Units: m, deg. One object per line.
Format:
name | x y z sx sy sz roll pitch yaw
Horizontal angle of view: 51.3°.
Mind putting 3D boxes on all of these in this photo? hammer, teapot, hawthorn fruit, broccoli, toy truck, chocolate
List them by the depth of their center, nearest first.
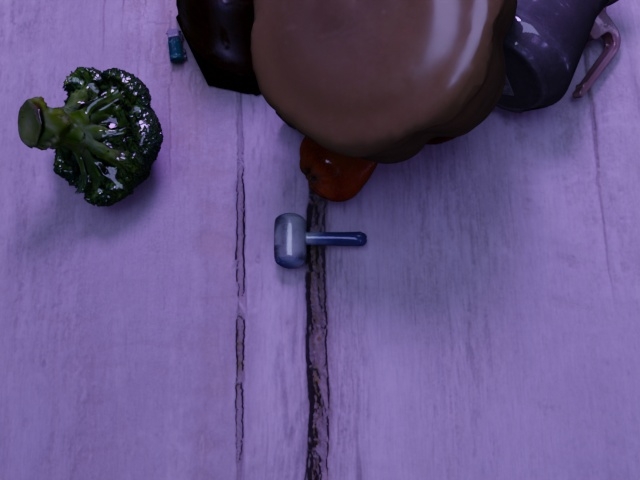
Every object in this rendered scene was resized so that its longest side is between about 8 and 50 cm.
teapot | 0.475 -0.437 1.367 0.300 0.253 0.344 45 78 -20
broccoli | -0.482 -0.215 1.383 0.297 0.297 0.298 5 98 35
hammer | 0.000 0.000 1.386 0.193 0.069 0.116 0 75 1
hawthorn fruit | 0.059 -0.177 1.386 0.203 0.163 0.163 -31 75 -19
chocolate | -0.156 -0.551 1.402 0.383 0.331 0.384 -1 79 5
toy truck | -0.334 -0.448 1.538 0.039 0.044 0.083 -10 76 0

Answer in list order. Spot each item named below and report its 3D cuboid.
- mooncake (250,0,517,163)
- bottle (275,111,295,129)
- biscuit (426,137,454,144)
mooncake | 0.115 -0.371 1.184 0.467 0.262 0.467 2 96 20
bottle | 0.009 -0.355 1.445 0.112 0.112 0.260 39 84 13
biscuit | 0.238 -0.294 1.441 0.192 0.049 0.192 0 74 -1
